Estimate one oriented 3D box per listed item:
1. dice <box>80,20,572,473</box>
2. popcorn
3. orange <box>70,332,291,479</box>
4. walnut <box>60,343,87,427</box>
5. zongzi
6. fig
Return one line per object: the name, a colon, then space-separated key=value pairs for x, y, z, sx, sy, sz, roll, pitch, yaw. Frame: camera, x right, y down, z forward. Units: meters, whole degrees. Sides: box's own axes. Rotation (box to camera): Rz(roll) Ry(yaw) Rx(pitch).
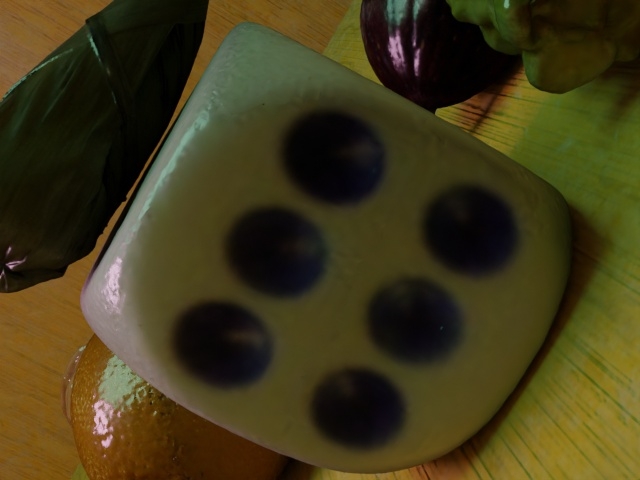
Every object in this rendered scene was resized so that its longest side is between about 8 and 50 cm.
dice: x=0.000 y=0.000 z=0.770 sx=0.277 sy=0.304 sz=0.304 roll=-59 pitch=13 yaw=6
popcorn: x=0.219 y=-0.259 z=0.729 sx=0.286 sy=0.215 sz=0.252 roll=-50 pitch=48 yaw=43
orange: x=-0.146 y=0.184 z=1.036 sx=0.274 sy=0.274 sz=0.274 roll=-56 pitch=13 yaw=20
walnut: x=-0.283 y=0.254 z=1.449 sx=0.257 sy=0.257 sz=0.224 roll=-55 pitch=12 yaw=23
zongzi: x=-0.174 y=-0.106 z=0.715 sx=0.274 sy=0.125 sz=0.251 roll=-48 pitch=15 yaw=25
fig: x=0.132 y=-0.217 z=1.062 sx=0.203 sy=0.186 sz=0.250 roll=-14 pitch=53 yaw=48
